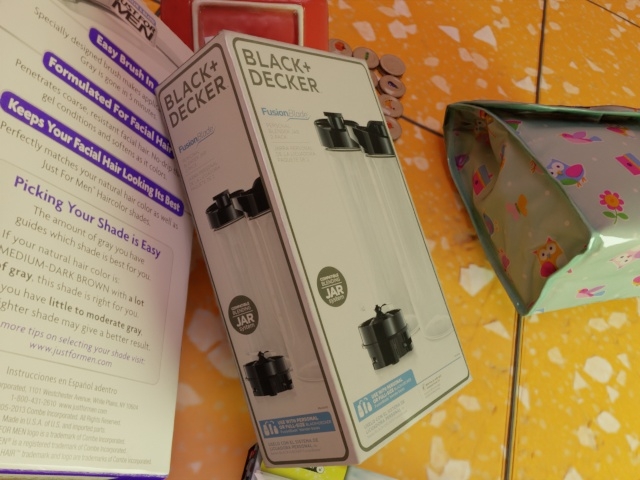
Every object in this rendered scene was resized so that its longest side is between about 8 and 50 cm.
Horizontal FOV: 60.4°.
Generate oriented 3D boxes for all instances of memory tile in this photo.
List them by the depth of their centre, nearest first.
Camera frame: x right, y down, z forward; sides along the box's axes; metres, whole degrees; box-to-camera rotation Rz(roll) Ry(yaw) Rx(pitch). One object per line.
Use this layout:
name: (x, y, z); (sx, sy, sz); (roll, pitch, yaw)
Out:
memory tile: (0.052, -0.189, 0.680); (0.113, 0.012, 0.148); (16, 56, -12)

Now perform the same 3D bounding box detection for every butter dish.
butter dish: (-0.080, -0.177, 0.567); (0.160, 0.118, 0.160); (-3, 101, -15)

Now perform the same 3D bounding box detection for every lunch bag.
lunch bag: (0.278, -0.069, 0.610); (0.224, 0.160, 0.262); (-4, 51, -19)

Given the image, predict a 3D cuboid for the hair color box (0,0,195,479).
hair color box: (-0.182, -0.025, 0.367); (0.185, 0.110, 0.338); (38, 47, -53)

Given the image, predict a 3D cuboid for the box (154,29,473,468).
box: (0.000, 0.000, 0.426); (0.169, 0.087, 0.289); (-9, 80, -49)

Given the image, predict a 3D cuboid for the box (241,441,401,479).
box: (0.041, 0.256, 0.392); (0.233, 0.044, 0.159); (20, 56, -8)
